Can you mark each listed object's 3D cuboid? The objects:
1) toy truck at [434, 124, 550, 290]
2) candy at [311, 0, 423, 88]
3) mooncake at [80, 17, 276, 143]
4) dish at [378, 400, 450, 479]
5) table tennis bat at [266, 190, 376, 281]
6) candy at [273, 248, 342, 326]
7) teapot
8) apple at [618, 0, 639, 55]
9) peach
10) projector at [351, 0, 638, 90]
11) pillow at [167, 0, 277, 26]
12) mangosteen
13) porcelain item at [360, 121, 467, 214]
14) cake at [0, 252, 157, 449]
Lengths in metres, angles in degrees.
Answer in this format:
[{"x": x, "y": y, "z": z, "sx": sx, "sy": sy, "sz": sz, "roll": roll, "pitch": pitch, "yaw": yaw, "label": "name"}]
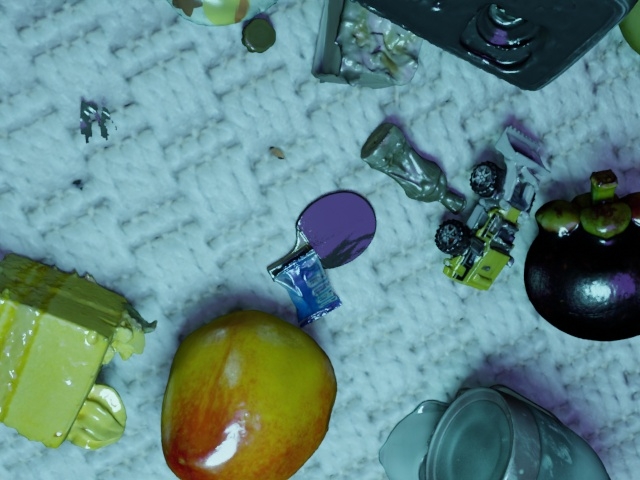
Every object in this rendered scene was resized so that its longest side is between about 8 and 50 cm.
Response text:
[{"x": 0.312, "y": -0.049, "z": 1.342, "sx": 0.136, "sy": 0.111, "sz": 0.285, "roll": 20, "pitch": 101, "yaw": -40, "label": "toy truck"}, {"x": 0.074, "y": -0.326, "z": 1.222, "sx": 0.137, "sy": 0.195, "sz": 0.184, "roll": 8, "pitch": 97, "yaw": -16, "label": "candy"}, {"x": -0.233, "y": -0.260, "z": 1.247, "sx": 0.347, "sy": 0.057, "sz": 0.150, "roll": -12, "pitch": 91, "yaw": -4, "label": "mooncake"}, {"x": 0.239, "y": 0.422, "z": 1.468, "sx": 0.246, "sy": 0.078, "sz": 0.224, "roll": 0, "pitch": 101, "yaw": -10, "label": "dish"}, {"x": 0.000, "y": 0.000, "z": 1.364, "sx": 0.220, "sy": 0.019, "sz": 0.130, "roll": -34, "pitch": 105, "yaw": -3, "label": "table tennis bat"}, {"x": -0.023, "y": 0.087, "z": 1.362, "sx": 0.088, "sy": 0.038, "sz": 0.136, "roll": -28, "pitch": 122, "yaw": -1, "label": "candy"}, {"x": 0.369, "y": 0.392, "z": 1.374, "sx": 0.312, "sy": 0.315, "sz": 0.233, "roll": 27, "pitch": 122, "yaw": -21, "label": "teapot"}, {"x": 0.632, "y": -0.411, "z": 1.261, "sx": 0.292, "sy": 0.254, "sz": 0.291, "roll": -2, "pitch": 105, "yaw": -7, "label": "apple"}, {"x": -0.120, "y": 0.276, "z": 1.259, "sx": 0.289, "sy": 0.308, "sz": 0.288, "roll": -2, "pitch": 119, "yaw": -3, "label": "peach"}, {"x": 0.232, "y": -0.481, "z": 1.083, "sx": 0.395, "sy": 0.242, "sz": 0.405, "roll": 22, "pitch": 55, "yaw": -16, "label": "projector"}, {"x": -0.169, "y": -0.457, "z": 1.208, "sx": 0.214, "sy": 0.086, "sz": 0.233, "roll": -25, "pitch": 103, "yaw": -15, "label": "pillow"}, {"x": 0.490, "y": 0.024, "z": 1.329, "sx": 0.275, "sy": 0.275, "sz": 0.302, "roll": -11, "pitch": 112, "yaw": -7, "label": "mangosteen"}, {"x": 0.172, "y": -0.111, "z": 1.351, "sx": 0.216, "sy": 0.069, "sz": 0.081, "roll": 38, "pitch": 89, "yaw": -20, "label": "porcelain item"}, {"x": -0.422, "y": 0.184, "z": 1.230, "sx": 0.286, "sy": 0.222, "sz": 0.227, "roll": 22, "pitch": 100, "yaw": -14, "label": "cake"}]
